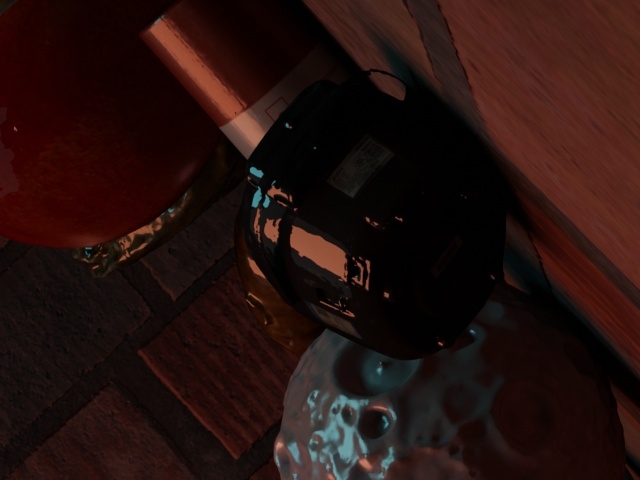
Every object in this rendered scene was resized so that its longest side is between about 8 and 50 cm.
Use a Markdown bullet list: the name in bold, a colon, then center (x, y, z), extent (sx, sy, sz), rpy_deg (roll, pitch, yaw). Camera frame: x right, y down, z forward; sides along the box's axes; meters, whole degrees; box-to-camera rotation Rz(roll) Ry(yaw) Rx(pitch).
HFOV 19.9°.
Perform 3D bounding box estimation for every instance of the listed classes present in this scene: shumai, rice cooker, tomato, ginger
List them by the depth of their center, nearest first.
- **rice cooker**: center (0.034, -0.011, 1.077), extent (0.118, 0.142, 0.203), rpy_deg (32, 170, 34)
- **tomato**: center (-0.228, -0.158, 1.494), extent (0.325, 0.289, 0.293), rpy_deg (27, 166, 34)
- **ginger**: center (0.000, 0.000, 1.623), extent (0.321, 0.165, 0.172), rpy_deg (73, 173, -63)
- **shumai**: center (-0.201, -0.145, 1.750), extent (0.288, 0.292, 0.330), rpy_deg (54, 152, -7)

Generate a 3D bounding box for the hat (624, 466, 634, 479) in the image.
- **hat**: center (0.249, 0.262, 1.772), extent (0.126, 0.203, 0.203), rpy_deg (68, -172, 27)

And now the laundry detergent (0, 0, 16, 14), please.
- **laundry detergent**: center (-0.321, -0.289, 1.080), extent (0.305, 0.287, 0.287), rpy_deg (49, 178, -42)

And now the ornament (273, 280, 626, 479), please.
- **ornament**: center (0.089, 0.148, 1.308), extent (0.259, 0.259, 0.225), rpy_deg (46, 173, 50)

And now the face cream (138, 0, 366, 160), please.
- **face cream**: center (-0.020, -0.092, 1.245), extent (0.214, 0.096, 0.096), rpy_deg (48, 178, -10)
